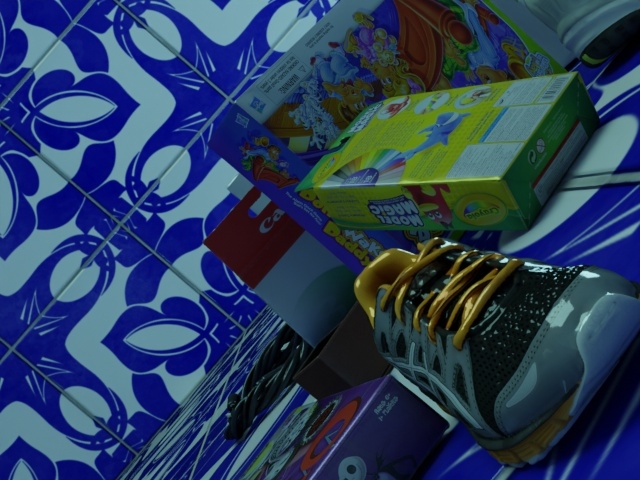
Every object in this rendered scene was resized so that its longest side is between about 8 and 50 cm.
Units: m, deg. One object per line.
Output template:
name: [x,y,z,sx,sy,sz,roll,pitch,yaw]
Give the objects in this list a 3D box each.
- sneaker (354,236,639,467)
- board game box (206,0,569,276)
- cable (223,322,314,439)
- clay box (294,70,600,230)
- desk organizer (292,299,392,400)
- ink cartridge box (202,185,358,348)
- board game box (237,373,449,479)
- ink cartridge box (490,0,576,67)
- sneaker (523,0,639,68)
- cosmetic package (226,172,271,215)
sneaker: [0.065,0.037,0.411,0.084,0.083,0.215,-48,3,-13]
board game box: [0.084,-0.135,0.947,0.347,0.233,0.078,-51,4,-37]
cable: [-0.060,0.160,1.141,0.184,0.047,0.150,-48,3,19]
clay box: [0.092,-0.066,0.750,0.222,0.053,0.127,0,43,49]
desk organizer: [0.036,0.073,0.728,0.130,0.050,0.047,-51,3,-42]
ink cartridge box: [0.000,0.000,1.013,0.181,0.056,0.224,-49,-36,-7]
board game box: [-0.080,0.226,0.498,0.347,0.056,0.208,-50,6,-21]
ink cartridge box: [0.291,-0.371,1.174,0.353,0.207,0.119,-51,2,-29]
sneaker: [0.315,-0.331,0.882,0.384,0.147,0.145,-48,0,-28]
cosmetic package: [0.026,-0.091,1.390,0.224,0.225,0.138,-48,0,8]
